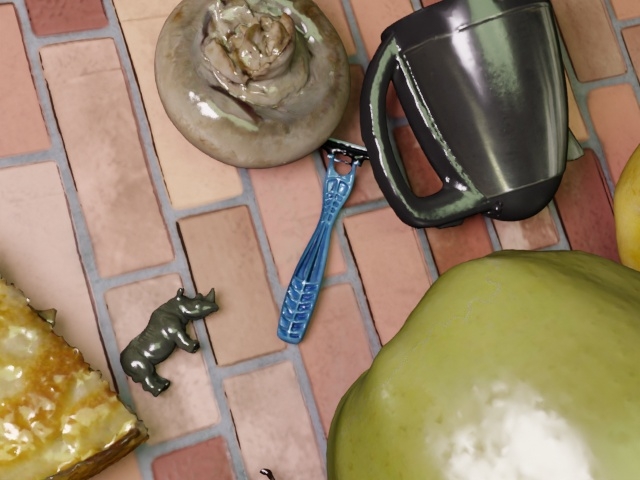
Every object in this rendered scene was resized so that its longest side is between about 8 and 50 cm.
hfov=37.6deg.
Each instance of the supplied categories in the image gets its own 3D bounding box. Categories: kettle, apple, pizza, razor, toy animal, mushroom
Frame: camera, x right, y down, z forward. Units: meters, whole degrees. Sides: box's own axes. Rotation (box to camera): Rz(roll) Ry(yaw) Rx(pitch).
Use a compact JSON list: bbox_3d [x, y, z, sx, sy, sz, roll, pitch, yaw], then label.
[{"bbox_3d":[0.196,-0.150,1.122,0.250,0.207,0.271,-23,94,-52],"label":"kettle"},{"bbox_3d":[0.228,0.234,0.913,0.473,0.473,0.474,4,76,-18],"label":"apple"},{"bbox_3d":[-0.406,0.085,0.914,0.439,0.130,0.406,-3,64,-21],"label":"pizza"},{"bbox_3d":[0.000,0.000,1.107,0.081,0.042,0.253,15,73,7],"label":"razor"},{"bbox_3d":[-0.160,0.101,1.025,0.065,0.047,0.136,39,74,2],"label":"toy animal"},{"bbox_3d":[-0.072,-0.194,1.057,0.226,0.178,0.227,8,65,-18],"label":"mushroom"}]

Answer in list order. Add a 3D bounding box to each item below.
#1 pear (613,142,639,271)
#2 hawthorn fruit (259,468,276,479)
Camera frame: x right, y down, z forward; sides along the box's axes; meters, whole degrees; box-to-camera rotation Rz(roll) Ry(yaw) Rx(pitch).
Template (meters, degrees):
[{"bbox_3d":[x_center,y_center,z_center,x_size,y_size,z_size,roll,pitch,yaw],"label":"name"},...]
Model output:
[{"bbox_3d":[0.523,-0.037,1.159,0.314,0.314,0.315,4,76,-18],"label":"pear"},{"bbox_3d":[-0.051,0.325,0.962,0.156,0.157,0.194,10,54,-16],"label":"hawthorn fruit"}]
